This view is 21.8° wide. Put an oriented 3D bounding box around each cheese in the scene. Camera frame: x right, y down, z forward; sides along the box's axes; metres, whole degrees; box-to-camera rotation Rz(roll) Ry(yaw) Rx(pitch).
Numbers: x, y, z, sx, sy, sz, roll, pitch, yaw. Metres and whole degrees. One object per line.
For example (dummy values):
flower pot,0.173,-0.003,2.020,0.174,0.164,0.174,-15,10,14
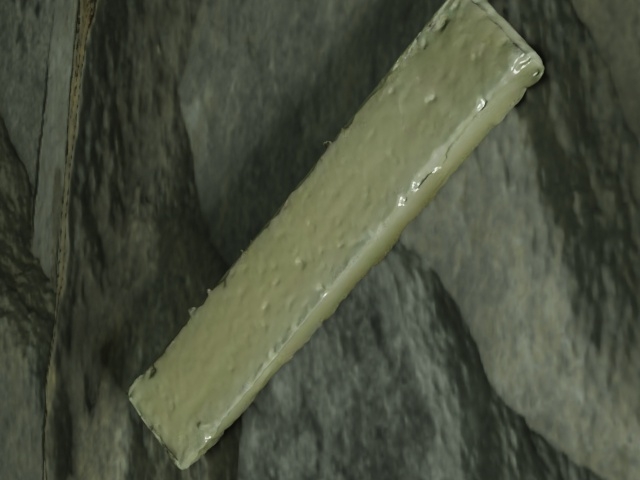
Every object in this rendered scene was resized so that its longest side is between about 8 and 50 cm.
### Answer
cheese,-0.001,0.001,1.127,0.400,0.034,0.085,-49,60,25
